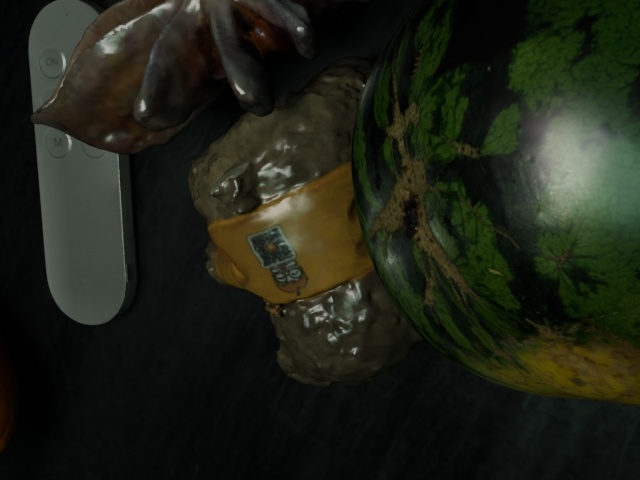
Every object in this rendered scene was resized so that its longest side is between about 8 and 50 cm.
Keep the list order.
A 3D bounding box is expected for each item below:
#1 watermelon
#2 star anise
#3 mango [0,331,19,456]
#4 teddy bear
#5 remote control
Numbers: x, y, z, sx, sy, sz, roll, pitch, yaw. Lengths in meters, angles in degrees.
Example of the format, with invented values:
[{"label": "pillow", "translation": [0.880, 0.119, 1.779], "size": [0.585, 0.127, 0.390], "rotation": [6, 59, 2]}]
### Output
[{"label": "watermelon", "translation": [0.147, -0.038, 0.550], "size": [0.268, 0.269, 0.269], "rotation": [5, 102, 23]}, {"label": "star anise", "translation": [-0.047, -0.155, 0.676], "size": [0.198, 0.110, 0.258], "rotation": [20, 71, 36]}, {"label": "mango", "translation": [-0.353, 0.076, 0.857], "size": [0.289, 0.146, 0.129], "rotation": [29, 122, 16]}, {"label": "teddy bear", "translation": [0.000, 0.000, 0.699], "size": [0.177, 0.140, 0.190], "rotation": [-27, 96, 23]}, {"label": "remote control", "translation": [-0.178, -0.057, 0.823], "size": [0.077, 0.022, 0.245], "rotation": [3, 101, 25]}]
